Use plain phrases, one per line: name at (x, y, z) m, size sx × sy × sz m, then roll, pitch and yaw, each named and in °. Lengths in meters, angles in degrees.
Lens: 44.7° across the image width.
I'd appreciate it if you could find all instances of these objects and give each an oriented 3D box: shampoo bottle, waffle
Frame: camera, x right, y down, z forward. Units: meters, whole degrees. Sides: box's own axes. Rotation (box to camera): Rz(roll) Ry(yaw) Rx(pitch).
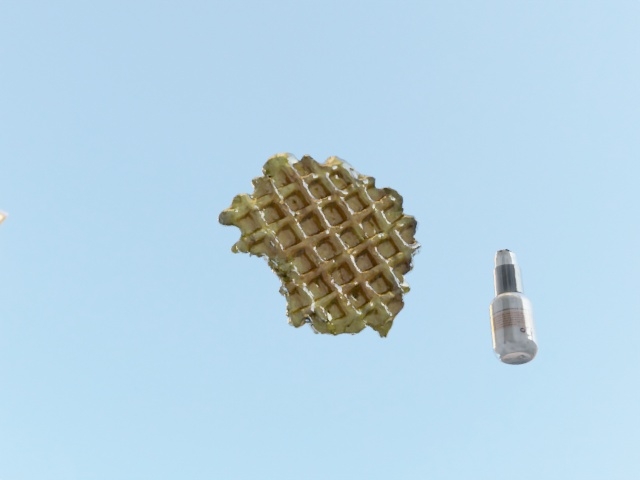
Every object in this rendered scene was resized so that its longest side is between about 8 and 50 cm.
shampoo bottle at (0.314, 0.108, 1.288) m, size 0.074 × 0.192 × 0.074 m, roll 1°, pitch -35°, yaw 1°
waffle at (0.008, 0.006, 1.150) m, size 0.301 × 0.281 × 0.058 m, roll 35°, pitch -29°, yaw -1°
